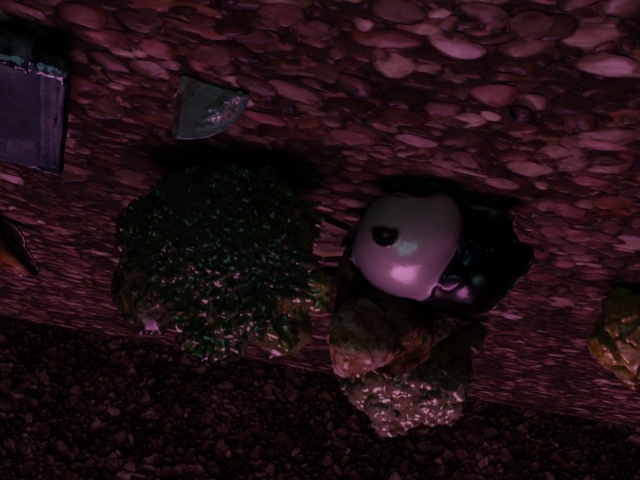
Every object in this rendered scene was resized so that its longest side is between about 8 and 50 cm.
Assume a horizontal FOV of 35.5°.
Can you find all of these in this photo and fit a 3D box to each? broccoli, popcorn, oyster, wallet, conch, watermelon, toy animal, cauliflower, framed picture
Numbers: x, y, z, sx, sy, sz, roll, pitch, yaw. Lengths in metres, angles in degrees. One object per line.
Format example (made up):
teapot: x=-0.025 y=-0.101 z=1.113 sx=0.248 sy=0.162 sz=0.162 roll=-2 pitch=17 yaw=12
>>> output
broccoli: x=-0.107 y=0.026 z=1.171 sx=0.260 sy=0.288 sz=0.235 roll=15 pitch=128 yaw=-23
popcorn: x=0.454 y=0.135 z=1.425 sx=0.141 sy=0.135 sz=0.162 roll=40 pitch=-166 yaw=-34
oyster: x=0.072 y=0.062 z=1.234 sx=0.166 sy=0.294 sz=0.094 roll=31 pitch=123 yaw=-28
wallet: x=-0.408 y=-0.168 z=0.954 sx=0.342 sy=0.075 sz=0.237 roll=15 pitch=160 yaw=-9
conch: x=-0.570 y=-0.001 z=1.727 sx=0.080 sy=0.086 sz=0.233 roll=6 pitch=164 yaw=18
watermelon: x=-0.112 y=-0.134 z=0.951 sx=0.085 sy=0.085 sz=0.061 roll=2 pitch=135 yaw=32
toy animal: x=0.133 y=0.005 z=1.144 sx=0.179 sy=0.138 sz=0.166 roll=20 pitch=155 yaw=-8
cauliflower: x=0.167 y=0.238 z=1.795 sx=0.281 sy=0.260 sz=0.327 roll=25 pitch=-178 yaw=-34
framed picture: x=0.000 y=0.000 z=1.464 sx=0.199 sy=0.010 sz=0.195 roll=23 pitch=162 yaw=-41

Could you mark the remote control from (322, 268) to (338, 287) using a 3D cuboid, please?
remote control: x=0.090 y=0.059 z=1.610 sx=0.063 sy=0.025 sz=0.245 roll=23 pitch=162 yaw=-39
